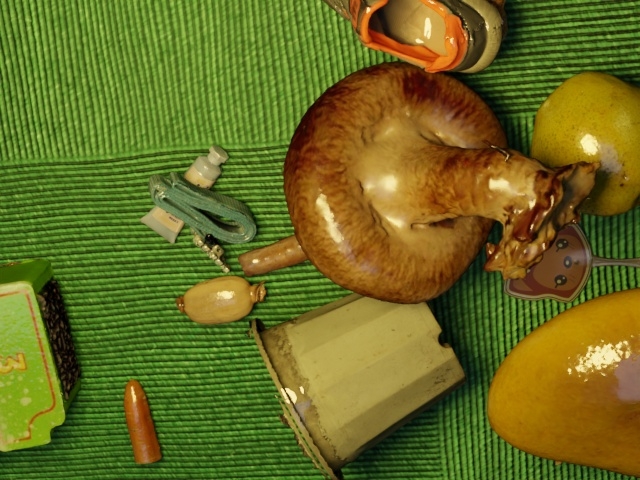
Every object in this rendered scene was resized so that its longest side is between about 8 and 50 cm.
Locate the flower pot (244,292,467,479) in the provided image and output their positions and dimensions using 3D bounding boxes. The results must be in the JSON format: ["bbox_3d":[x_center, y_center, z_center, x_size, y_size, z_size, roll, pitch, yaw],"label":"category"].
[{"bbox_3d":[0.060,0.186,1.699,0.259,0.290,0.290,-30,100,-1],"label":"flower pot"}]

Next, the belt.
[{"bbox_3d":[-0.186,-0.035,1.730,0.179,0.065,0.100,30,106,-27],"label":"belt"}]

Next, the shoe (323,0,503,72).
[{"bbox_3d":[0.072,-0.320,1.554,0.336,0.171,0.132,35,123,15],"label":"shoe"}]

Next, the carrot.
[{"bbox_3d":[-0.295,0.292,1.873,0.048,0.048,0.139,-10,102,11],"label":"carrot"}]

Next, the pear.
[{"bbox_3d":[0.386,-0.129,1.593,0.198,0.198,0.198,2,106,8],"label":"pear"}]

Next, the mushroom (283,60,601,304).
[{"bbox_3d":[0.122,-0.070,1.542,0.334,0.356,0.331,39,91,-11],"label":"mushroom"}]

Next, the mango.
[{"bbox_3d":[0.458,0.214,1.664,0.445,0.220,0.301,-13,109,21],"label":"mango"}]

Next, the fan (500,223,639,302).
[{"bbox_3d":[0.377,0.032,1.725,0.220,0.009,0.132,0,108,9],"label":"fan"}]

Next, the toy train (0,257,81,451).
[{"bbox_3d":[-0.512,0.185,1.818,0.249,0.173,0.307,-10,104,2],"label":"toy train"}]

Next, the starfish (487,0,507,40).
[{"bbox_3d":[0.238,-0.435,1.521,0.375,0.094,0.327,-32,86,46],"label":"starfish"}]

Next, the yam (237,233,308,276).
[{"bbox_3d":[0.000,0.000,1.751,0.264,0.046,0.046,-18,102,13],"label":"yam"}]

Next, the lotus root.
[{"bbox_3d":[-0.152,0.093,1.789,0.150,0.062,0.073,-11,104,12],"label":"lotus root"}]

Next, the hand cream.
[{"bbox_3d":[-0.202,-0.072,1.760,0.065,0.043,0.170,38,109,-10],"label":"hand cream"}]
